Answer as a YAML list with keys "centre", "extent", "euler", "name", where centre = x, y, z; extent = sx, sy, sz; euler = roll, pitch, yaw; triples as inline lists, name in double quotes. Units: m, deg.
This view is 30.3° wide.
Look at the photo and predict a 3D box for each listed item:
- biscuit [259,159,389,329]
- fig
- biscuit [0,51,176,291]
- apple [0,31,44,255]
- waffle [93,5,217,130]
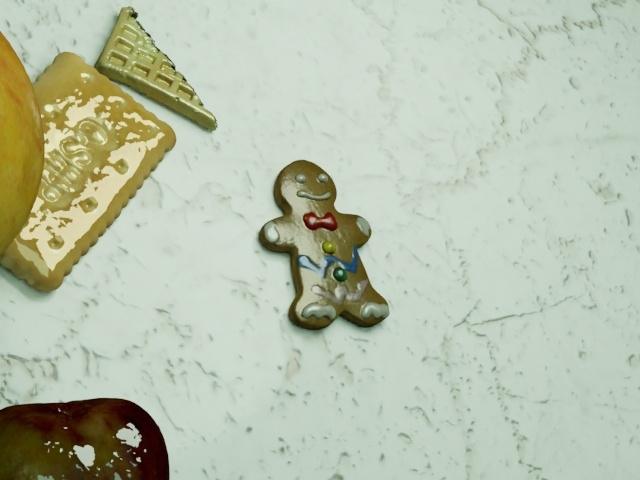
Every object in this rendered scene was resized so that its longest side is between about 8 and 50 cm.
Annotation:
- centre: [0.000, 0.000, 1.296]
  extent: [0.138, 0.031, 0.205]
  euler: [0, 62, -28]
  name: "biscuit"
- centre: [-0.212, 0.264, 0.975]
  extent: [0.170, 0.145, 0.274]
  euler: [7, 74, -24]
  name: "fig"
- centre: [-0.264, -0.076, 1.192]
  extent: [0.160, 0.030, 0.250]
  euler: [38, 52, -5]
  name: "biscuit"
- centre: [-0.377, -0.089, 0.977]
  extent: [0.298, 0.275, 0.299]
  euler: [5, 63, -9]
  name: "apple"
- centre: [-0.169, -0.191, 1.314]
  extent: [0.152, 0.023, 0.098]
  euler: [27, 55, -11]
  name: "waffle"
